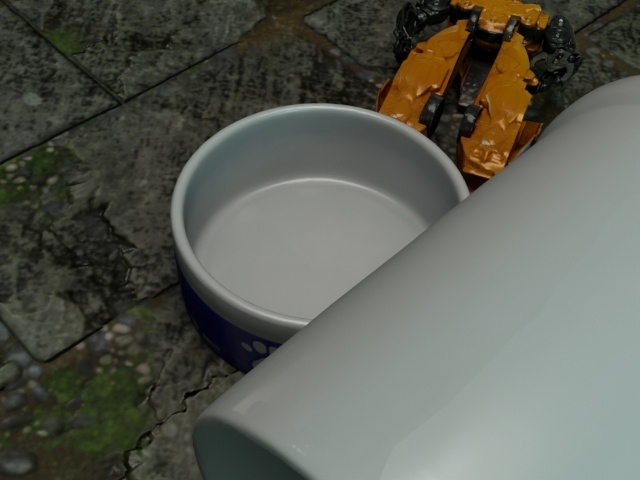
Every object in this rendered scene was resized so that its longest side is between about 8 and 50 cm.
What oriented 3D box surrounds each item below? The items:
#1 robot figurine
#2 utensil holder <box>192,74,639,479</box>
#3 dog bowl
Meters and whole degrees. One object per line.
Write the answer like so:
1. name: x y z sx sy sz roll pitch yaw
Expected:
1. robot figurine: 0.161 -0.169 1.009 0.211 0.085 0.291 19 52 13
2. utensil holder: 0.159 0.122 0.615 0.385 0.327 0.328 -37 60 -25
3. dog bowl: 0.000 0.000 0.845 0.265 0.104 0.264 2 50 -2
